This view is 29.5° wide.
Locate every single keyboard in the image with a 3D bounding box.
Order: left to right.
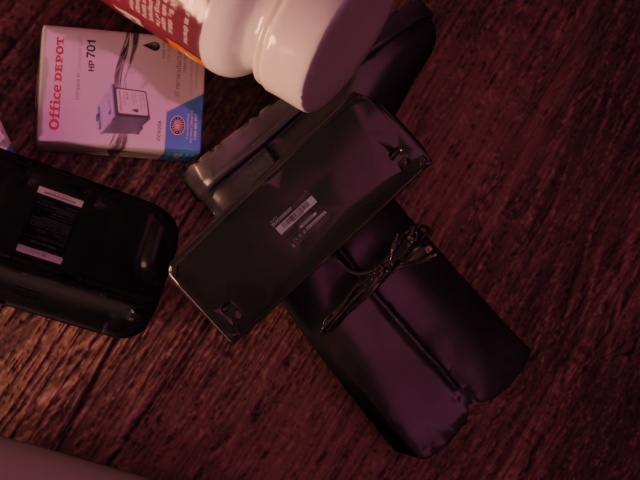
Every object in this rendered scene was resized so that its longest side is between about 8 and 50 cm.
[{"bbox_3d":[0.000,0.000,1.388,0.317,0.033,0.201,-42,88,5],"label":"keyboard"}]

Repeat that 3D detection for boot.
[{"bbox_3d":[0.108,-0.011,1.473,0.367,0.146,0.445,-39,92,0],"label":"boot"}]

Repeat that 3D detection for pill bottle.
[{"bbox_3d":[-0.125,-0.319,1.330,0.392,0.224,0.224,34,79,13],"label":"pill bottle"}]

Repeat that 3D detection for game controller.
[{"bbox_3d":[-0.318,0.000,1.382,0.319,0.067,0.166,21,82,-27],"label":"game controller"}]

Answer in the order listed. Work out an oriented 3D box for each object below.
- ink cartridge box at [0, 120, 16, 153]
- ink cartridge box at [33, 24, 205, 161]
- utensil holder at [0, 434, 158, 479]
[{"bbox_3d":[-0.435,-0.067,1.386,0.181,0.061,0.104,-26,95,-14],"label":"ink cartridge box"},{"bbox_3d":[-0.236,-0.171,1.433,0.191,0.082,0.139,3,87,-16],"label":"ink cartridge box"},{"bbox_3d":[-0.284,0.384,1.275,0.385,0.327,0.327,19,83,-14],"label":"utensil holder"}]
